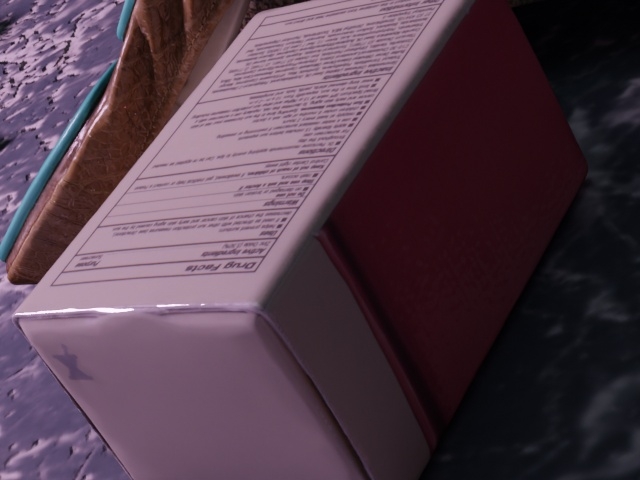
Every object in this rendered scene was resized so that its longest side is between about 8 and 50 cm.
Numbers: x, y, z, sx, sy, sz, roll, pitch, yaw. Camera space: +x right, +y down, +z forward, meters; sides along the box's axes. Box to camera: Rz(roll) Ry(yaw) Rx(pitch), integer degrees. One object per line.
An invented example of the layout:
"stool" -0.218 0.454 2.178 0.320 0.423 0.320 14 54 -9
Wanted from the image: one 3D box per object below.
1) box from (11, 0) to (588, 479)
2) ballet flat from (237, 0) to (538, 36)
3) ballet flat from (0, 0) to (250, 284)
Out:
"box" 0.000 0.000 0.798 0.148 0.127 0.232 -4 39 40
"ballet flat" 0.085 -0.193 0.962 0.482 0.182 0.164 -13 34 30
"ballet flat" -0.069 -0.083 0.957 0.342 0.124 0.116 -61 1 29
